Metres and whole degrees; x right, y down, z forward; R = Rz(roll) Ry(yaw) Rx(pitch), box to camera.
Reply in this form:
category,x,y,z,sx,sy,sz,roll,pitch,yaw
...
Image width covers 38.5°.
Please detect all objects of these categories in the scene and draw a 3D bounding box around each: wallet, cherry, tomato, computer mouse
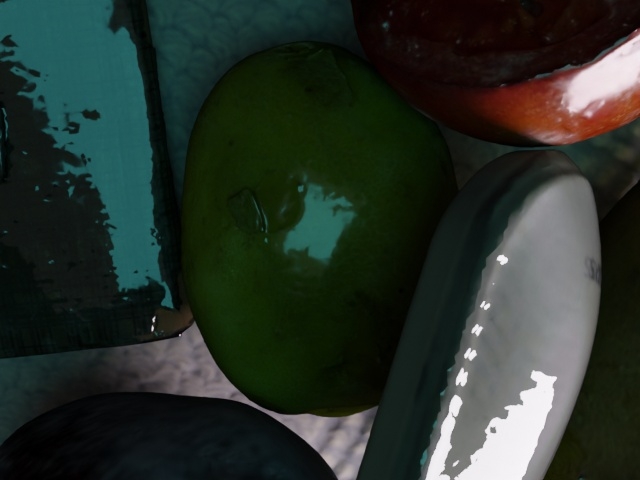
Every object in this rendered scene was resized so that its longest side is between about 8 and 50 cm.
category,x,y,z,sx,sy,sz,roll,pitch,yaw
wallet,-0.185,-0.072,0.603,0.169,0.044,0.317,-7,111,-5
cherry,-0.100,0.206,0.598,0.255,0.296,0.218,2,98,-36
tomato,0.145,-0.147,0.553,0.233,0.200,0.139,-40,140,4
computer mouse,0.091,0.108,0.525,0.095,0.197,0.331,16,87,25

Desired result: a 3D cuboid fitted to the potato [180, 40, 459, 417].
category,x,y,z,sx,sy,sz,roll,pitch,yaw
potato,0.000,0.000,0.597,0.186,0.148,0.253,-10,106,18

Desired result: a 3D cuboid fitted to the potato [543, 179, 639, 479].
category,x,y,z,sx,sy,sz,roll,pitch,yaw
potato,0.270,0.103,0.623,0.269,0.219,0.359,34,116,20
